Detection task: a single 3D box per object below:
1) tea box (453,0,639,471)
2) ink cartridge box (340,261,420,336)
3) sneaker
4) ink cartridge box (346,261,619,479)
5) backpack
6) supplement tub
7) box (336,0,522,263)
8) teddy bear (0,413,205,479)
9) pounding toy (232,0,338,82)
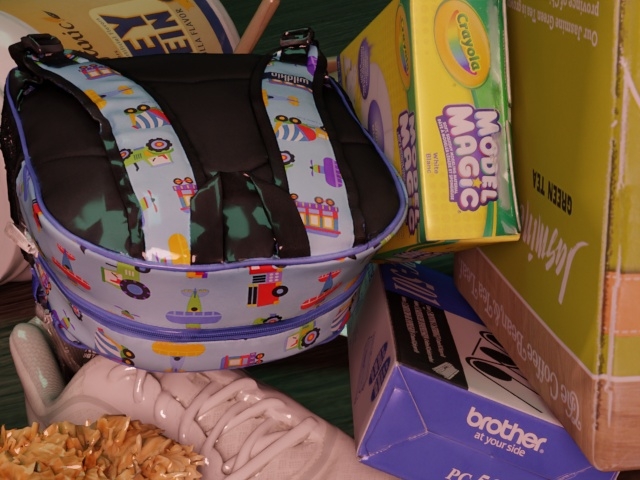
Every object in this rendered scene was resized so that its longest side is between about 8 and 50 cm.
[{"bbox_3d":[0.236,-0.106,0.550,0.329,0.323,0.220,-3,17,-8],"label":"tea box"},{"bbox_3d":[0.000,0.000,0.877,0.235,0.056,0.171,17,51,18],"label":"ink cartridge box"},{"bbox_3d":[-0.053,0.096,0.609,0.110,0.118,0.292,-26,22,-36],"label":"sneaker"},{"bbox_3d":[0.064,0.060,0.624,0.097,0.046,0.207,22,11,-5],"label":"ink cartridge box"},{"bbox_3d":[-0.047,-0.006,0.570,0.158,0.116,0.173,-4,31,-18],"label":"backpack"},{"bbox_3d":[-0.227,-0.103,1.161,0.228,0.228,0.316,-3,22,32],"label":"supplement tub"},{"bbox_3d":[0.044,-0.045,0.594,0.043,0.105,0.179,-3,-4,-12],"label":"box"},{"bbox_3d":[-0.206,0.143,0.554,0.338,0.113,0.245,2,37,43],"label":"teddy bear"},{"bbox_3d":[-0.030,-0.084,1.022,0.206,0.181,0.094,-3,21,32],"label":"pounding toy"}]
